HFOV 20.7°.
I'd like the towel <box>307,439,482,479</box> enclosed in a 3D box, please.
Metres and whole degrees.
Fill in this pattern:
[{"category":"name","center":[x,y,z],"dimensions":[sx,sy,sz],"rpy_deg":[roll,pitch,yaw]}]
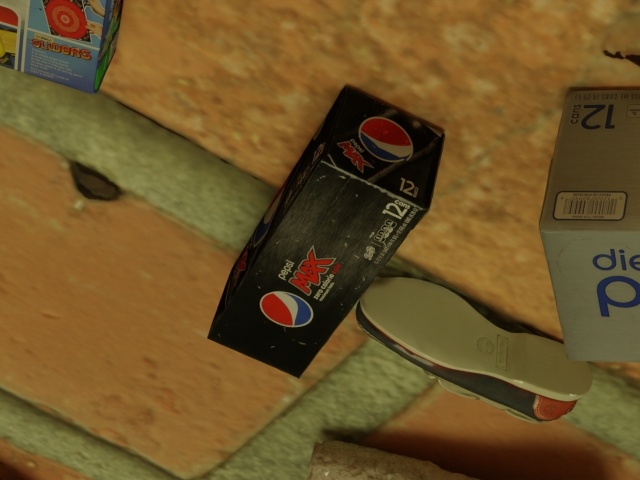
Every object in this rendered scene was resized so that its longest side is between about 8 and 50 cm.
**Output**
[{"category":"towel","center":[0.098,0.236,1.108],"dimensions":[0.187,0.049,0.282],"rpy_deg":[11,141,26]}]

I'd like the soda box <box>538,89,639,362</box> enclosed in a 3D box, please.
[{"category":"soda box","center":[0.247,-0.004,0.766],"dimensions":[0.286,0.091,0.098],"rpy_deg":[1,138,19]}]

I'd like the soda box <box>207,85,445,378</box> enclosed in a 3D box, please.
[{"category":"soda box","center":[0.000,0.000,0.888],"dimensions":[0.060,0.053,0.169],"rpy_deg":[25,139,-8]}]

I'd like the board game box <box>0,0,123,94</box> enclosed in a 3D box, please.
[{"category":"board game box","center":[-0.186,-0.151,0.793],"dimensions":[0.201,0.035,0.136],"rpy_deg":[18,141,-1]}]

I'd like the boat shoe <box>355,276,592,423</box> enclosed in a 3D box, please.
[{"category":"boat shoe","center":[0.078,0.062,0.940],"dimensions":[0.137,0.049,0.043],"rpy_deg":[22,143,-13]}]
